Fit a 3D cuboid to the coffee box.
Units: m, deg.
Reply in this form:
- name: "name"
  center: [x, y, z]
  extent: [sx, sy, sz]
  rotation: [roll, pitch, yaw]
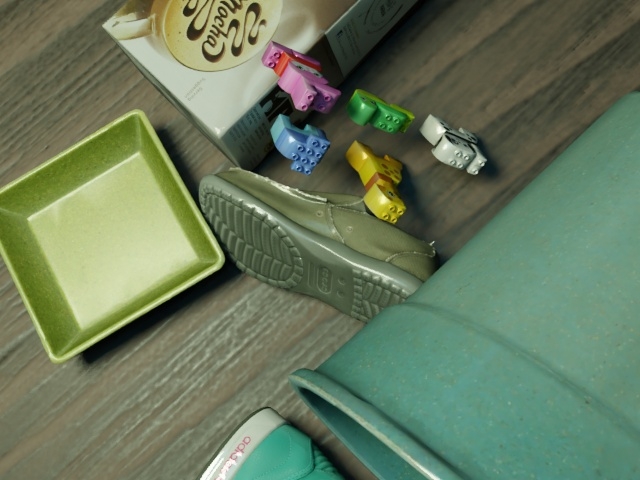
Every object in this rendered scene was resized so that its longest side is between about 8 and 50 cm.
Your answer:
- name: "coffee box"
  center: [-0.033, -0.234, 0.716]
  extent: [0.297, 0.119, 0.168]
  rotation: [-44, 75, -4]

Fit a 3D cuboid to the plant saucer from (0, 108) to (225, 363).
- name: "plant saucer"
  center: [-0.209, -0.004, 0.722]
  extent: [0.188, 0.045, 0.188]
  rotation: [-31, 75, 0]

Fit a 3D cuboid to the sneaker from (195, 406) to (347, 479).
- name: "sneaker"
  center: [-0.056, 0.307, 0.595]
  extent: [0.178, 0.124, 0.295]
  rotation: [29, 81, 22]

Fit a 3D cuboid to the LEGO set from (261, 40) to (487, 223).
- name: "LEGO set"
  center: [0.044, -0.074, 0.644]
  extent: [0.087, 0.227, 0.093]
  rotation: [-55, 33, 30]

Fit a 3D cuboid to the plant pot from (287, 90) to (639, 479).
- name: "plant pot"
  center: [0.214, 0.089, 0.516]
  extent: [0.341, 0.341, 0.334]
  rotation: [40, 77, 14]

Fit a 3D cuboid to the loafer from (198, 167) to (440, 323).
- name: "loafer"
  center: [0.000, 0.000, 0.684]
  extent: [0.251, 0.094, 0.087]
  rotation: [28, 48, 14]
